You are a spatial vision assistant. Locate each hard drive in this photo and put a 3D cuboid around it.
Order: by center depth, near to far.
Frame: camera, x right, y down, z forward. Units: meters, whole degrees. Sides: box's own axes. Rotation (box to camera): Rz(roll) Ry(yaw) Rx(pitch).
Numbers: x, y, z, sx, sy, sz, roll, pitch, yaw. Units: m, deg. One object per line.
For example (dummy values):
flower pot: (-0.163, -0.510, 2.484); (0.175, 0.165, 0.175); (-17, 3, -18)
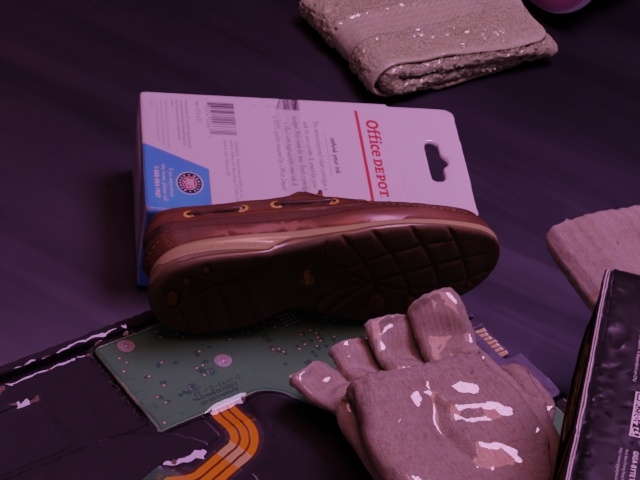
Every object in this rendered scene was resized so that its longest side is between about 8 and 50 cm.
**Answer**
hard drive: (-0.036, 0.129, 0.877); (0.339, 0.064, 0.237); (-22, 51, -32)

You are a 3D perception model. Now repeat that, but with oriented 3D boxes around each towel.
towel: (0.070, -0.141, 1.239); (0.148, 0.027, 0.110); (-16, 47, -28)

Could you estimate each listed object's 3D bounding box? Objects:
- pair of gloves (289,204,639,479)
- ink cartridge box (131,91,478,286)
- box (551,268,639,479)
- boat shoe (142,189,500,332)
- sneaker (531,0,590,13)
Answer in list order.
pair of gloves: (0.130, 0.085, 0.889); (0.240, 0.042, 0.204); (-21, 54, -30)
ink cartridge box: (-0.012, -0.025, 1.060); (0.180, 0.060, 0.104); (3, 41, -10)
box: (0.205, 0.160, 0.721); (0.257, 0.079, 0.322); (15, 40, 4)
boat shoe: (0.000, 0.000, 0.937); (0.178, 0.064, 0.060); (-5, 45, -15)
sneaker: (0.152, -0.248, 1.340); (0.104, 0.095, 0.236); (-11, 50, -34)
